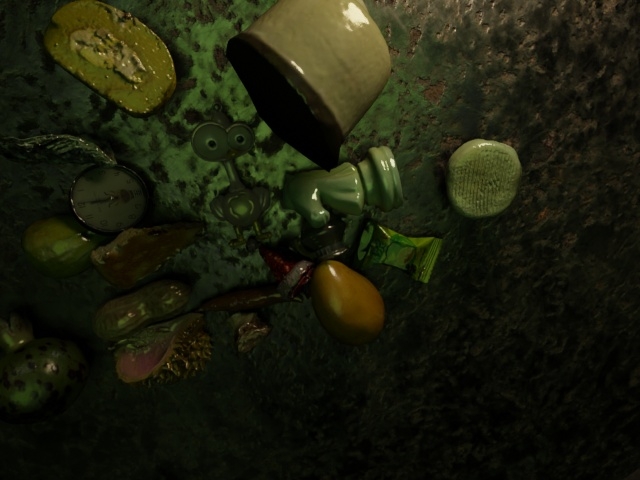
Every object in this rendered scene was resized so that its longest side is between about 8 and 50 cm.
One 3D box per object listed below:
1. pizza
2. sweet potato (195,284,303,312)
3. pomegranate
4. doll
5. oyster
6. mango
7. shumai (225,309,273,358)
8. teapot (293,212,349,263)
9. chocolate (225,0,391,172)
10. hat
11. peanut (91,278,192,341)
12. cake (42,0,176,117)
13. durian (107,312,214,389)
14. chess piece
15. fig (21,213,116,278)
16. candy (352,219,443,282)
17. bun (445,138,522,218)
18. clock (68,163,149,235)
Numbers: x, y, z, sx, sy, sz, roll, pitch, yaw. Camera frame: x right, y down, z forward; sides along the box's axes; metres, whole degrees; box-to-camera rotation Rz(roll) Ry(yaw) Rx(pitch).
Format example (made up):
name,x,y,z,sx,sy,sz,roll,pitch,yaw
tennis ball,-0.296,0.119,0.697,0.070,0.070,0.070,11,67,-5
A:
name,x,y,z,sx,sy,sz,roll,pitch,yaw
pizza,-0.443,0.016,1.085,0.297,0.071,0.189,-29,149,-3
sweet potato,-0.207,0.169,1.197,0.314,0.066,0.072,-8,146,-4
pomegranate,-0.772,0.338,1.139,0.242,0.242,0.306,-6,79,-4
doll,-0.223,-0.167,1.063,0.160,0.094,0.365,-13,111,-5
oyster,-0.641,-0.221,0.983,0.252,0.199,0.087,-2,97,-38
mango,0.070,0.170,1.124,0.173,0.211,0.317,-19,144,17
shumai,-0.220,0.260,1.209,0.145,0.145,0.116,-40,90,8
teapot,0.000,0.000,1.132,0.165,0.130,0.119,-22,89,36
chocolate,0.006,-0.374,0.909,0.297,0.314,0.326,-40,146,-10
hat,-0.113,0.068,1.154,0.227,0.140,0.129,38,92,11
peanut,-0.492,0.189,1.140,0.298,0.136,0.120,-24,110,2
cake,-0.453,-0.404,0.921,0.260,0.156,0.179,36,87,-22
durian,-0.440,0.352,1.229,0.305,0.185,0.196,-26,134,-4
chess piece,0.049,-0.128,1.066,0.298,0.176,0.176,-14,111,1
fig,-0.630,0.015,1.047,0.233,0.167,0.167,-7,111,10
candy,0.221,0.035,1.198,0.246,0.069,0.149,15,103,-6
bun,0.436,-0.172,1.127,0.221,0.108,0.221,1,112,2
clock,-0.521,-0.103,1.029,0.184,0.040,0.185,6,77,-27
